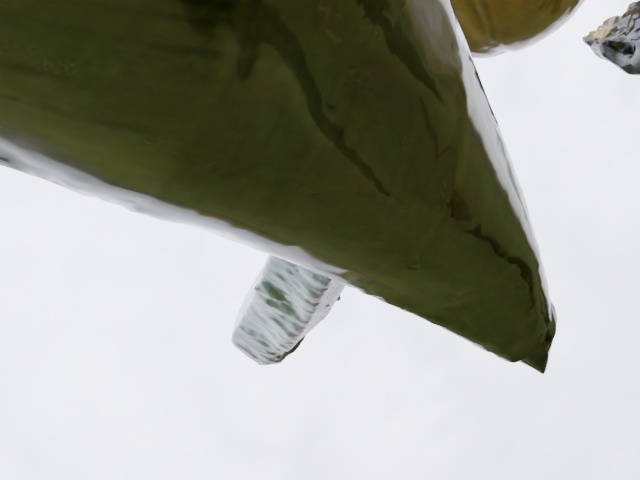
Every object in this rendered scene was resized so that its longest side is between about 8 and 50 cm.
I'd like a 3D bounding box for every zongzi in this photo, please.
[{"bbox_3d":[-0.033,-0.148,0.314,0.393,0.174,0.356,28,-43,-9],"label":"zongzi"}]

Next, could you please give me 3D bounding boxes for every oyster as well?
[{"bbox_3d":[0.148,-0.092,0.672,0.083,0.054,0.019,-8,-39,39],"label":"oyster"}]

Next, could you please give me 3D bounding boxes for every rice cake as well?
[{"bbox_3d":[-0.001,0.003,0.850,0.290,0.051,0.081,118,176,-68],"label":"rice cake"}]

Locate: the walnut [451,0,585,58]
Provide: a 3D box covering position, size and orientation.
[{"bbox_3d":[0.071,-0.193,0.818,0.165,0.165,0.197,-25,-74,-10],"label":"walnut"}]
